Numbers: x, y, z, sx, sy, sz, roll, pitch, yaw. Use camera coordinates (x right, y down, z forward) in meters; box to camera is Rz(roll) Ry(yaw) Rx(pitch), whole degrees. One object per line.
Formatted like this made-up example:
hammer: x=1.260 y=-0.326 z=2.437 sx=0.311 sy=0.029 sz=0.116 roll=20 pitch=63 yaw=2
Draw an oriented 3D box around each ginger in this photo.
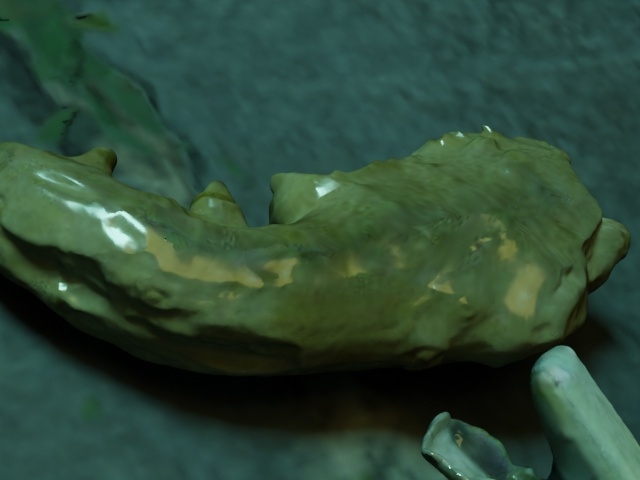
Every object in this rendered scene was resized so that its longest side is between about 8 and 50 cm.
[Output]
ginger: x=0.000 y=0.003 z=0.493 sx=0.173 sy=0.051 sz=0.069 roll=3 pitch=52 yaw=-25

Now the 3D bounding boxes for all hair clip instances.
hair clip: x=0.104 y=0.117 z=0.460 sx=0.214 sy=0.056 sz=0.062 roll=48 pitch=34 yaw=2
